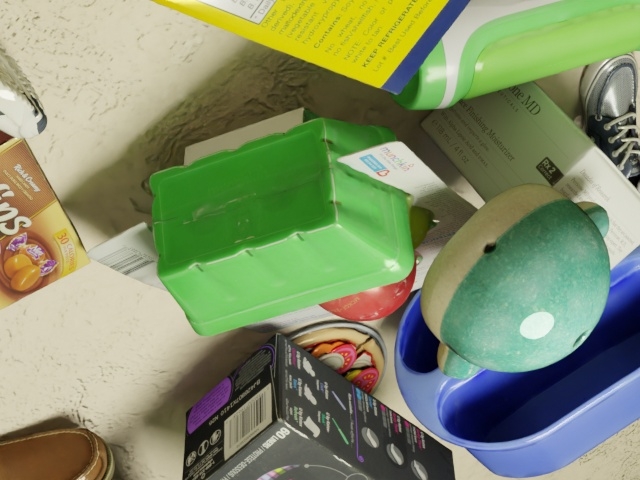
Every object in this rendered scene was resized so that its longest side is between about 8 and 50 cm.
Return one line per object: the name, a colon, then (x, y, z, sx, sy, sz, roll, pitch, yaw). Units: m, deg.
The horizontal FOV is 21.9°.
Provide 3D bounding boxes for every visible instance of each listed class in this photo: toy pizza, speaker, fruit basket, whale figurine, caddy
toy pizza: (-0.009, 0.174, 1.894, 0.201, 0.032, 0.201, -18, 139, -17)
speaker: (0.202, -0.213, 1.565, 0.296, 0.131, 0.131, -17, 138, -19)
fruit basket: (0.000, 0.000, 1.605, 0.327, 0.165, 0.353, -17, 162, 23)
whale figurine: (0.205, 0.061, 1.543, 0.216, 0.141, 0.272, -46, 151, -1)
caddy: (0.248, 0.104, 1.835, 0.341, 0.241, 0.179, -34, 147, 0)

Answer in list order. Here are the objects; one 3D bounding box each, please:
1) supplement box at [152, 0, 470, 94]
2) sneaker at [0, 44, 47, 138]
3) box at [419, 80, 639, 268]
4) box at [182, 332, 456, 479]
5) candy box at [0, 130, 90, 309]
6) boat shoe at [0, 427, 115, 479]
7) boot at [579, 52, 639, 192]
supplement box: (-0.045, -0.284, 1.273, 0.356, 0.195, 0.194, 16, 120, -44)
sneaker: (-0.344, -0.117, 1.326, 0.153, 0.094, 0.235, -42, 140, 13)
box: (0.225, -0.069, 1.683, 0.119, 0.181, 0.182, -43, 139, 8)
box: (0.001, 0.255, 1.789, 0.270, 0.143, 0.165, 35, 118, -25)
candy box: (-0.291, -0.026, 1.487, 0.109, 0.053, 0.187, -27, 142, -6)
boat shoe: (-0.361, 0.266, 1.693, 0.307, 0.111, 0.104, -25, 141, -10)
boot: (0.324, -0.116, 1.775, 0.069, 0.086, 0.190, -20, 139, -15)
